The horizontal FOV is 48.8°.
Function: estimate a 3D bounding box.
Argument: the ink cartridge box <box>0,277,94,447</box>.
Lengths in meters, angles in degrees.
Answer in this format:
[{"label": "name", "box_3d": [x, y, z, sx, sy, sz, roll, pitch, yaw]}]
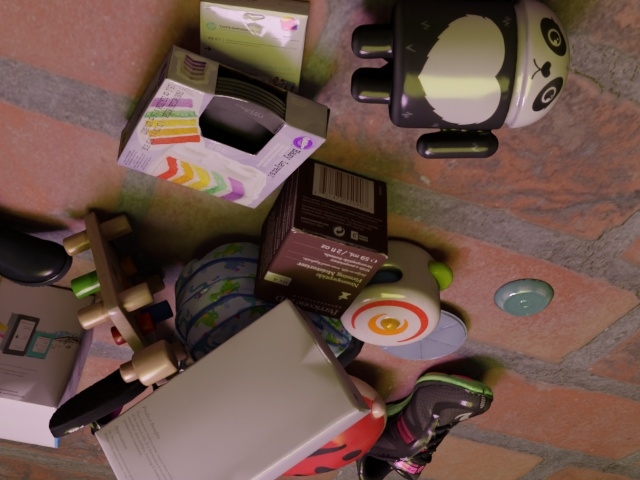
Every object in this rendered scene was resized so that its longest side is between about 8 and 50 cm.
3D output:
[{"label": "ink cartridge box", "box_3d": [-0.606, 0.253, 1.474, 0.197, 0.270, 0.198, 13, 139, -9]}]

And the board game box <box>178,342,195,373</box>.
[{"label": "board game box", "box_3d": [-0.214, 0.262, 1.567, 0.186, 0.126, 0.026, 19, 137, -18]}]

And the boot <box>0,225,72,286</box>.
[{"label": "boot", "box_3d": [-0.594, -0.008, 1.255, 0.247, 0.094, 0.207, 11, 156, 14]}]

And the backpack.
[{"label": "backpack", "box_3d": [-0.120, 0.160, 1.367, 0.290, 0.273, 0.355, -29, 116, 18]}]

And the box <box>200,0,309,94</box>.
[{"label": "box", "box_3d": [-0.098, -0.259, 1.011, 0.145, 0.038, 0.186, 6, 141, -3]}]

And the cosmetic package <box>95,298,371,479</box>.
[{"label": "cosmetic package", "box_3d": [-0.136, 0.294, 1.147, 0.385, 0.217, 0.156, -33, 160, 0]}]

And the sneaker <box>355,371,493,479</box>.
[{"label": "sneaker", "box_3d": [0.248, 0.474, 1.724, 0.185, 0.202, 0.483, 22, 136, -21]}]

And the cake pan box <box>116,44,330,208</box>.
[{"label": "cake pan box", "box_3d": [-0.150, -0.159, 1.060, 0.246, 0.070, 0.267, 17, 151, -26]}]

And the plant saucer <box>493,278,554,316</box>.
[{"label": "plant saucer", "box_3d": [0.415, 0.122, 1.437, 0.120, 0.021, 0.119, 2, 140, 2]}]

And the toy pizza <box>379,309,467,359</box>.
[{"label": "toy pizza", "box_3d": [0.215, 0.197, 1.531, 0.202, 0.032, 0.201, 3, 139, 2]}]

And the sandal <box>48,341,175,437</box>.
[{"label": "sandal", "box_3d": [-0.382, 0.316, 1.442, 0.168, 0.446, 0.106, -21, 93, 13]}]

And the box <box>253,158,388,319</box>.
[{"label": "box", "box_3d": [0.000, 0.000, 1.210, 0.169, 0.166, 0.203, 16, 138, -15]}]

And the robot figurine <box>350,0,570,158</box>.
[{"label": "robot figurine", "box_3d": [0.179, -0.230, 0.920, 0.279, 0.173, 0.209, 2, 152, 3]}]

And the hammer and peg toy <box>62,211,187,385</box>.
[{"label": "hammer and peg toy", "box_3d": [-0.340, 0.149, 1.273, 0.128, 0.361, 0.265, -23, 140, -7]}]

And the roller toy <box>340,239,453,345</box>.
[{"label": "roller toy", "box_3d": [0.131, 0.109, 1.345, 0.191, 0.146, 0.209, 20, 138, -17]}]

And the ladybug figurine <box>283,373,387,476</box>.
[{"label": "ladybug figurine", "box_3d": [-0.043, 0.453, 1.709, 0.450, 0.161, 0.305, -23, 117, 33]}]
